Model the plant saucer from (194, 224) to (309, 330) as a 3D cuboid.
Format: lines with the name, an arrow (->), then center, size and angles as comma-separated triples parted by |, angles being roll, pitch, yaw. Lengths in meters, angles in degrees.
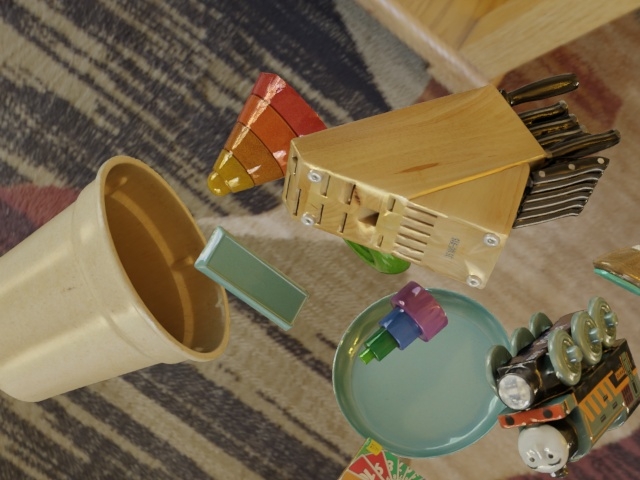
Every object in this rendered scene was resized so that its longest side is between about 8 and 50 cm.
plant saucer -> -0.089, 0.056, 1.414 | 0.192, 0.018, 0.067 | 39, 74, -37

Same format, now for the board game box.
board game box -> 0.142, 0.432, 1.565 | 0.259, 0.039, 0.124 | 37, 69, 3

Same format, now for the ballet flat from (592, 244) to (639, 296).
ballet flat -> 0.598, 0.071, 1.718 | 0.342, 0.116, 0.124 | 30, 92, -27

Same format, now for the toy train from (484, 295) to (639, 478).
toy train -> 0.350, 0.201, 1.431 | 0.334, 0.142, 0.190 | -21, 91, -56

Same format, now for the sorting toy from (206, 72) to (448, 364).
sorting toy -> 0.000, 0.000, 1.087 | 0.126, 0.127, 0.365 | -40, 117, -10

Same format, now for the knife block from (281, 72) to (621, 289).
knife block -> 0.130, -0.088, 0.949 | 0.276, 0.088, 0.242 | 20, 54, 5

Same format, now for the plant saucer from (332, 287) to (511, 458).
plant saucer -> 0.180, 0.232, 1.766 | 0.318, 0.043, 0.317 | -6, 59, 10

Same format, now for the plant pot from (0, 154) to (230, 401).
plant pot -> -0.355, 0.086, 1.540 | 0.305, 0.334, 0.333 | -26, 94, 15
